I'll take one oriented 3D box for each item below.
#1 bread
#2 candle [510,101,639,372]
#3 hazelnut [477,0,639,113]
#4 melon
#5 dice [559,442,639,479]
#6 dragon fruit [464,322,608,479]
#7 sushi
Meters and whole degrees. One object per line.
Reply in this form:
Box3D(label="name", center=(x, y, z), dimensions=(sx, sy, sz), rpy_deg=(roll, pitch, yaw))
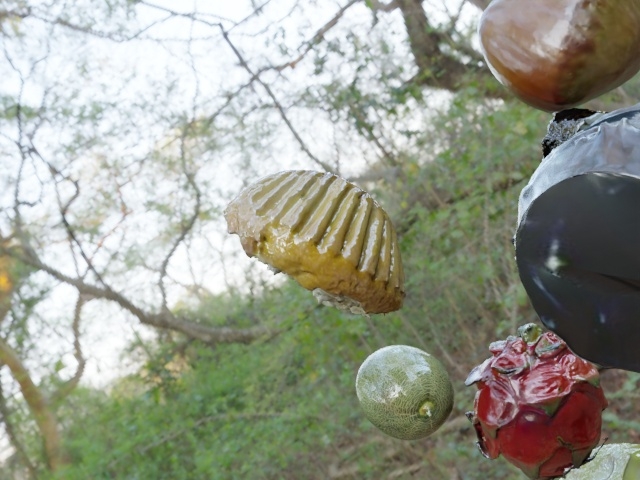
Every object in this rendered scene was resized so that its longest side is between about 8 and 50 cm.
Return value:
Box3D(label="bread", center=(0.000, 0.000, 1.107), dimensions=(0.149, 0.274, 0.274), rpy_deg=(-62, -5, -5))
Box3D(label="candle", center=(0.335, -0.036, 0.754), dimensions=(0.342, 0.221, 0.221), rpy_deg=(-30, -8, -41))
Box3D(label="hazelnut", center=(0.305, -0.263, 1.044), dimensions=(0.210, 0.210, 0.186), rpy_deg=(-32, 2, -22))
Box3D(label="melon", center=(0.127, 0.227, 1.271), dimensions=(0.139, 0.139, 0.192), rpy_deg=(-33, 17, -12))
Box3D(label="dice", center=(0.527, 0.499, 1.419), dimensions=(0.233, 0.238, 0.227), rpy_deg=(-61, 4, -37))
Box3D(label="dragon fruit", center=(0.312, 0.249, 1.219), dimensions=(0.192, 0.274, 0.193), rpy_deg=(-9, 18, 1))
Box3D(label="sushi", center=(0.315, -0.081, 1.002), dimensions=(0.091, 0.150, 0.078), rpy_deg=(-18, 17, -19))
